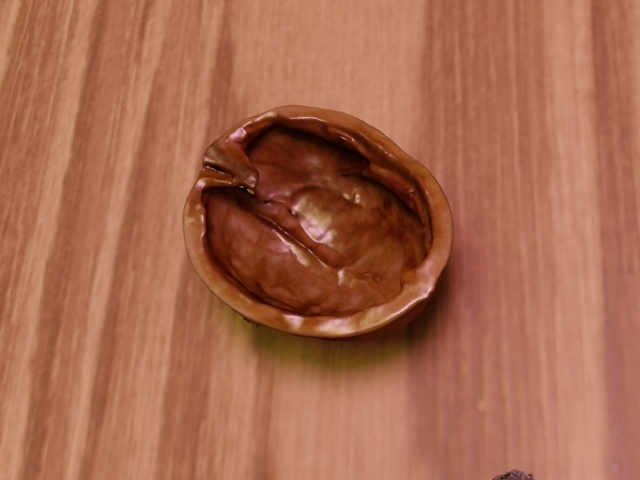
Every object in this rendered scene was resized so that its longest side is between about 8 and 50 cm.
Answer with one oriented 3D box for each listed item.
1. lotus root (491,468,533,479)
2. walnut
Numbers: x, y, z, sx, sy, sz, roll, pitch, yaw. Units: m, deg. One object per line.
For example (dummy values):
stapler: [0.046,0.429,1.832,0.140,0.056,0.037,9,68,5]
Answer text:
lotus root: [0.072,0.202,0.606,0.165,0.088,0.088,-32,58,-8]
walnut: [0.002,0.002,0.723,0.211,0.087,0.167,36,75,29]
